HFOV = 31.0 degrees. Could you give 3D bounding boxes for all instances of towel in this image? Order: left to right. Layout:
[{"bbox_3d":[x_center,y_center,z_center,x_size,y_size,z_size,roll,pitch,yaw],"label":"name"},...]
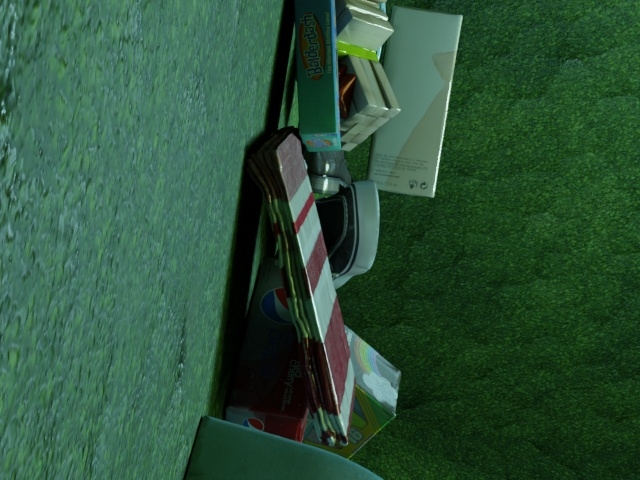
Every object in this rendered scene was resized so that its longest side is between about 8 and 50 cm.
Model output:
[{"bbox_3d":[-0.015,0.042,1.299,0.237,0.037,0.329,-65,143,-78],"label":"towel"}]

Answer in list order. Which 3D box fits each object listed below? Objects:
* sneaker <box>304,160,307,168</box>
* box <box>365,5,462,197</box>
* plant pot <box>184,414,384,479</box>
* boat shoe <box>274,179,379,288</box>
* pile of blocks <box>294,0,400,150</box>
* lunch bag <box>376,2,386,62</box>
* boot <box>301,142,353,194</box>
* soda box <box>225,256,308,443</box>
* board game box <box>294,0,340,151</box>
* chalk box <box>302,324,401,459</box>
[{"bbox_3d":[-0.040,-0.081,1.506,0.135,0.052,0.058,-94,-179,-67],"label":"sneaker"},{"bbox_3d":[0.158,-0.238,1.988,0.148,0.121,0.311,-66,165,-82],"label":"box"},{"bbox_3d":[-0.016,0.350,1.095,0.248,0.252,0.247,-79,176,-53],"label":"plant pot"},{"bbox_3d":[0.000,-0.004,1.550,0.306,0.105,0.113,140,-51,-72],"label":"boat shoe"},{"bbox_3d":[0.014,-0.309,1.556,0.113,0.149,0.362,8,79,-45],"label":"pile of blocks"},{"bbox_3d":[0.052,-0.312,2.021,0.224,0.108,0.279,-75,174,-78],"label":"lunch bag"},{"bbox_3d":[0.020,-0.194,1.852,0.263,0.091,0.229,-42,141,-80],"label":"boot"},{"bbox_3d":[-0.050,0.140,1.417,0.263,0.092,0.083,-79,177,-48],"label":"soda box"},{"bbox_3d":[-0.003,-0.220,1.388,0.160,0.047,0.210,57,30,-86],"label":"board game box"},{"bbox_3d":[-0.011,0.188,1.608,0.132,0.213,0.132,-47,-171,22],"label":"chalk box"}]
